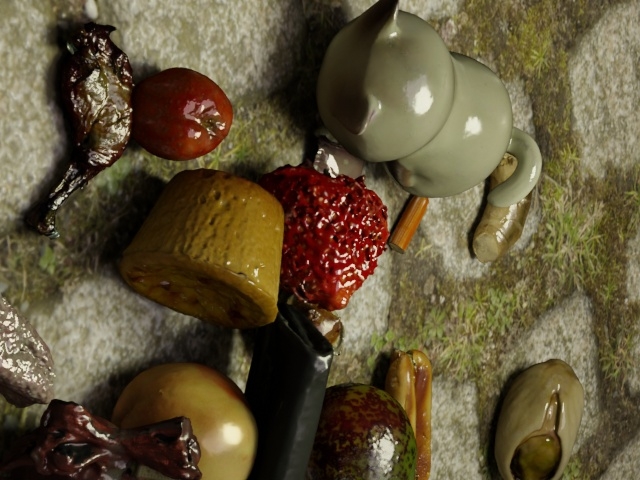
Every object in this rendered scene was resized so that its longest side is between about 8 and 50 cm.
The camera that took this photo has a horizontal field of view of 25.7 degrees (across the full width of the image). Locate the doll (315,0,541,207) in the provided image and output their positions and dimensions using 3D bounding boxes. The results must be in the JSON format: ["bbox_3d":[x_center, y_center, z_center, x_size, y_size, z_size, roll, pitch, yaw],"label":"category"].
[{"bbox_3d":[0.130,-0.187,1.934,0.370,0.226,0.215,24,85,-46],"label":"doll"}]

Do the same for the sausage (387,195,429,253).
[{"bbox_3d":[0.136,-0.032,2.123,0.031,0.031,0.107,48,62,-45],"label":"sausage"}]

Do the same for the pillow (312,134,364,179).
[{"bbox_3d":[0.011,-0.054,1.957,0.118,0.043,0.185,17,87,-51],"label":"pillow"}]

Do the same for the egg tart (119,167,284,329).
[{"bbox_3d":[-0.128,0.005,1.696,0.202,0.203,0.147,41,59,-47],"label":"egg tart"}]

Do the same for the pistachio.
[{"bbox_3d":[0.375,0.318,2.417,0.153,0.138,0.237,31,73,-85],"label":"pistachio"}]

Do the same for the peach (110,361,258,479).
[{"bbox_3d":[-0.166,0.234,1.717,0.184,0.184,0.184,-16,111,-47],"label":"peach"}]

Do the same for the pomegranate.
[{"bbox_3d":[0.010,0.296,1.948,0.248,0.214,0.214,7,95,-17],"label":"pomegranate"}]

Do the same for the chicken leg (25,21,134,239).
[{"bbox_3d":[-0.269,-0.122,1.603,0.106,0.051,0.253,13,90,-45],"label":"chicken leg"}]

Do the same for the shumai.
[{"bbox_3d":[-0.016,0.114,1.909,0.145,0.116,0.145,-21,117,-46],"label":"shumai"}]

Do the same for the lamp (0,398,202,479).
[{"bbox_3d":[-0.255,0.270,1.584,0.215,0.223,0.151,8,73,-19],"label":"lamp"}]

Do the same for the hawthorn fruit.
[{"bbox_3d":[-0.167,-0.148,1.665,0.128,0.128,0.128,-16,111,-47],"label":"hawthorn fruit"}]

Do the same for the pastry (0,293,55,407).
[{"bbox_3d":[-0.378,0.092,1.488,0.265,0.103,0.112,36,65,-50],"label":"pastry"}]

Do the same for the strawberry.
[{"bbox_3d":[0.000,0.000,1.823,0.187,0.184,0.201,64,13,-49],"label":"strawberry"}]

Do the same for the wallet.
[{"bbox_3d":[-0.077,0.295,1.785,0.062,0.228,0.406,11,100,-19],"label":"wallet"}]

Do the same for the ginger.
[{"bbox_3d":[0.298,-0.051,2.282,0.095,0.069,0.190,12,91,-29],"label":"ginger"}]

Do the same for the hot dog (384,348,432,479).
[{"bbox_3d":[0.127,0.285,2.164,0.100,0.068,0.249,-29,123,-55],"label":"hot dog"}]
